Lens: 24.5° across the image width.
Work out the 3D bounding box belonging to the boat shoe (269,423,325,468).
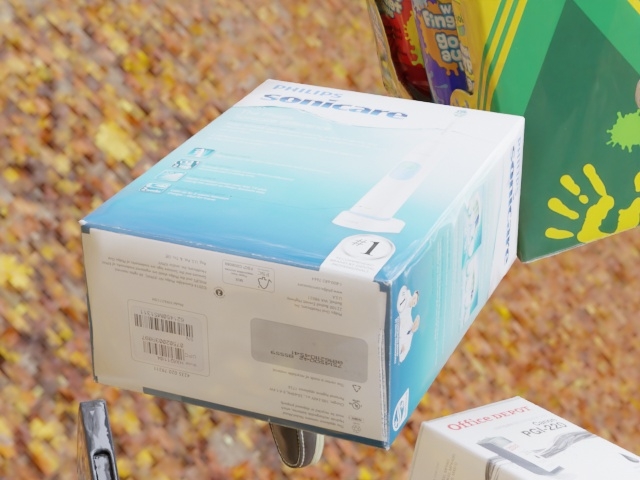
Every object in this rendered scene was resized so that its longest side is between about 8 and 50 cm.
[{"bbox_3d":[-0.050,0.142,1.538,0.073,0.224,0.080,-22,24,-35],"label":"boat shoe"}]

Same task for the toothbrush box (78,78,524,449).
[{"bbox_3d":[0.000,0.000,1.035,0.216,0.126,0.295,10,29,19],"label":"toothbrush box"}]

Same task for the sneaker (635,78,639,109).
[{"bbox_3d":[0.306,-0.128,0.807,0.322,0.236,0.130,-33,115,-46],"label":"sneaker"}]

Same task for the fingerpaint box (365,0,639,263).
[{"bbox_3d":[0.150,-0.249,1.381,0.445,0.163,0.371,-118,-168,-59],"label":"fingerpaint box"}]

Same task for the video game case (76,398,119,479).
[{"bbox_3d":[-0.224,0.347,1.549,0.035,0.275,0.248,-5,50,-14],"label":"video game case"}]

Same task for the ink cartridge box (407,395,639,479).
[{"bbox_3d":[0.210,0.234,1.353,0.218,0.092,0.158,23,21,40],"label":"ink cartridge box"}]
